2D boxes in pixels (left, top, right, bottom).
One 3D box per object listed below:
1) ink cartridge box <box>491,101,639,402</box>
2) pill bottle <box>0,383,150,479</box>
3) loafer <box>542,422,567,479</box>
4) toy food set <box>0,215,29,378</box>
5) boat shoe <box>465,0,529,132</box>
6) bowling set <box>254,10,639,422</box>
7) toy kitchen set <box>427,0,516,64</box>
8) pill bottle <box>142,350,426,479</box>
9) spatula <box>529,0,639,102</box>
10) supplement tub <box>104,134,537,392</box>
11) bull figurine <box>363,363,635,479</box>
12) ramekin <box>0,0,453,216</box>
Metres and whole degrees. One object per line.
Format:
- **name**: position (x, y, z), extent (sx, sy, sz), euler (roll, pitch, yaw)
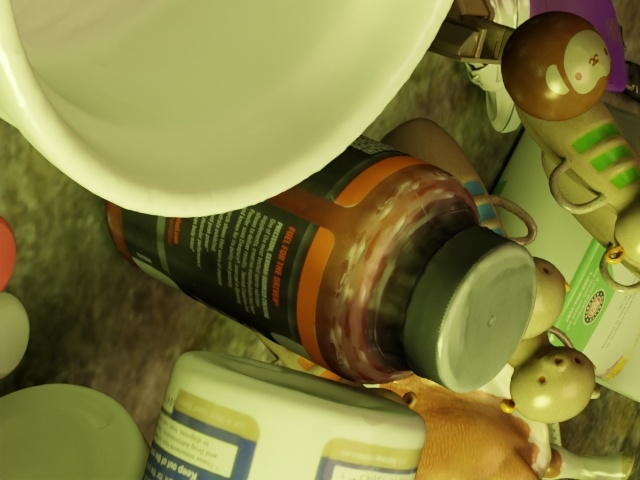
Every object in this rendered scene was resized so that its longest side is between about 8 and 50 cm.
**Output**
- **ink cartridge box**: position (0.193, 0.011, 1.103), extent (0.212, 0.093, 0.154), euler (29, 87, -53)
- **pill bottle**: position (-0.110, 0.168, 0.789), extent (0.108, 0.108, 0.193), euler (-45, 140, -26)
- **loafer**: position (0.141, 0.209, 1.136), extent (0.112, 0.111, 0.319), euler (-36, 136, -35)
- **toy food set**: position (-0.166, 0.046, 0.609), extent (0.232, 0.104, 0.111), euler (-22, 119, -60)
- **boat shoe**: position (0.101, -0.107, 0.969), extent (0.035, 0.035, 0.100), euler (-13, 129, -16)
- **bowling set**: position (0.109, -0.001, 0.838), extent (0.287, 0.154, 0.200), euler (-26, 158, -23)
- **toy kitchen set**: position (0.088, -0.136, 0.884), extent (0.068, 0.083, 0.075), euler (-6, 115, -51)
- **pill bottle**: position (-0.031, 0.149, 0.690), extent (0.112, 0.112, 0.187), euler (15, 91, -55)
- **spatula**: position (0.204, -0.116, 1.086), extent (0.296, 0.030, 0.084), euler (17, 61, -60)
- **supplement tub**: position (0.000, 0.000, 0.753), extent (0.106, 0.198, 0.106), euler (-29, 132, -39)
- **bull figurine**: position (0.077, 0.166, 1.000), extent (0.101, 0.188, 0.310), euler (-70, -175, -77)
- **ramekin**: position (-0.062, -0.160, 0.631), extent (0.277, 0.135, 0.277), euler (-31, 133, -40)
